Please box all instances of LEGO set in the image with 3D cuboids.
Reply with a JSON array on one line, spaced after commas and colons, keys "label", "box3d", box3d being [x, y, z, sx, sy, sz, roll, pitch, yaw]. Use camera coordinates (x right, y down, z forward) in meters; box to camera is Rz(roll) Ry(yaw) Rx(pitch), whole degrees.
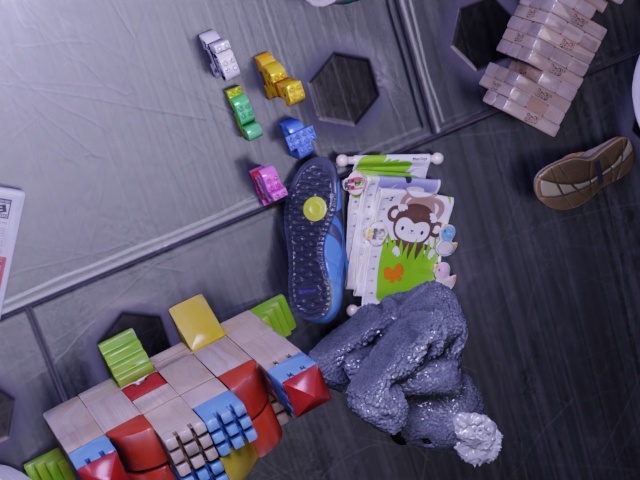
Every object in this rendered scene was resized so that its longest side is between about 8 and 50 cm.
[{"label": "LEGO set", "box3d": [-0.057, -0.154, 1.709, 0.087, 0.093, 0.227, -26, 111, -15]}]

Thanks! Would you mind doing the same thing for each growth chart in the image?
[{"label": "growth chart", "box3d": [0.103, -0.005, 1.850, 0.172, 0.021, 0.237, -8, 107, -20]}]

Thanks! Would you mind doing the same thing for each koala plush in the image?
[{"label": "koala plush", "box3d": [0.136, 0.187, 1.813, 0.203, 0.196, 0.221, -42, 117, -8]}]

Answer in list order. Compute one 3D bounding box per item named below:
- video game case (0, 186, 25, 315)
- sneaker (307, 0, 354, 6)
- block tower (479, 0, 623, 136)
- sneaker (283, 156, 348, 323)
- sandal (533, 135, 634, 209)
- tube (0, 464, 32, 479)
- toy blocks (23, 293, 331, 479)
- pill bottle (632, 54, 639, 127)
[{"label": "video game case", "box3d": [-0.454, 0.015, 1.625, 0.201, 0.023, 0.183, 10, 98, -25]}, {"label": "sneaker", "box3d": [0.046, -0.428, 1.673, 0.121, 0.108, 0.302, -21, 129, -48]}, {"label": "block tower", "box3d": [0.321, -0.309, 1.816, 0.097, 0.091, 0.335, 24, 97, -26]}, {"label": "sneaker", "box3d": [0.000, 0.000, 1.794, 0.069, 0.082, 0.209, 0, 89, 22]}, {"label": "sandal", "box3d": [0.350, -0.094, 1.920, 0.180, 0.049, 0.072, -26, 117, -30]}, {"label": "tube", "box3d": [-0.426, 0.384, 1.707, 0.070, 0.062, 0.240, 31, 96, 18]}, {"label": "toy blocks", "box3d": [-0.152, 0.217, 1.664, 0.381, 0.261, 0.190, -26, 111, -15]}, {"label": "pill bottle", "box3d": [0.601, -0.208, 1.921, 0.319, 0.176, 0.176, -7, 105, -20]}]
